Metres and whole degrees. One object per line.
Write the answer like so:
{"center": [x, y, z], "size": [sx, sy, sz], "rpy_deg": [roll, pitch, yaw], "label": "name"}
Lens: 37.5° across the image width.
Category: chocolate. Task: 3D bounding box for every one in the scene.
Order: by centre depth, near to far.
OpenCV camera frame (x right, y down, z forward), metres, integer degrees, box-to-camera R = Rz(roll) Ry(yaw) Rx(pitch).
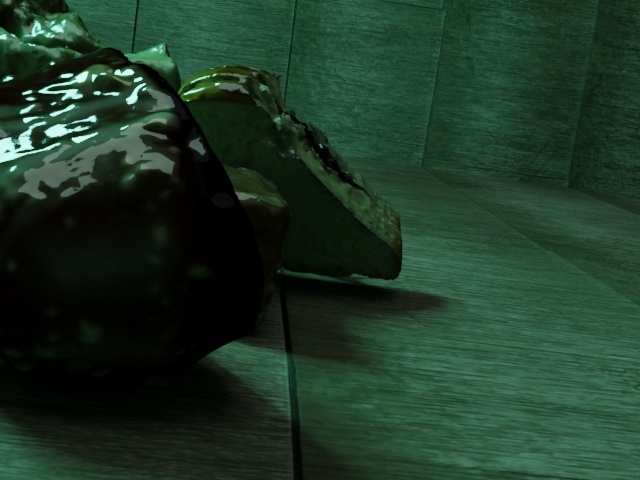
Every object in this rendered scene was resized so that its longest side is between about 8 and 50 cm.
{"center": [-0.214, -0.015, 0.752], "size": [0.210, 0.225, 0.340], "rpy_deg": [-17, 41, -28], "label": "chocolate"}
{"center": [-0.086, 0.003, 0.990], "size": [0.093, 0.148, 0.214], "rpy_deg": [13, 12, -6], "label": "chocolate"}

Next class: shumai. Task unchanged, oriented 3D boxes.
{"center": [-0.343, -0.181, 1.231], "size": [0.348, 0.395, 0.395], "rpy_deg": [9, 10, 16], "label": "shumai"}

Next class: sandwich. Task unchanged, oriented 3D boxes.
{"center": [-0.037, -0.075, 1.123], "size": [0.288, 0.254, 0.099], "rpy_deg": [5, 29, 2], "label": "sandwich"}
